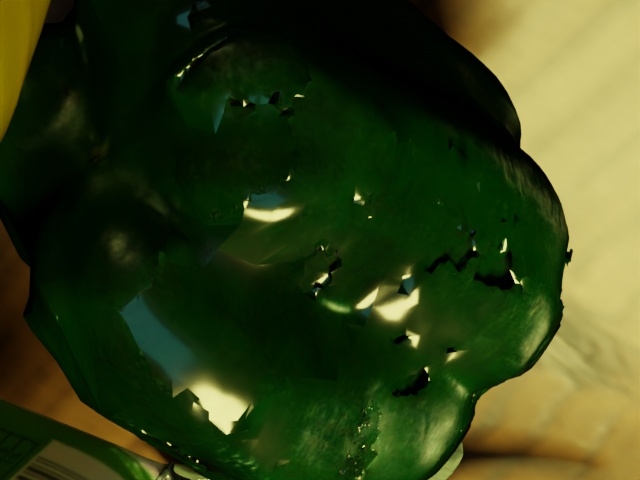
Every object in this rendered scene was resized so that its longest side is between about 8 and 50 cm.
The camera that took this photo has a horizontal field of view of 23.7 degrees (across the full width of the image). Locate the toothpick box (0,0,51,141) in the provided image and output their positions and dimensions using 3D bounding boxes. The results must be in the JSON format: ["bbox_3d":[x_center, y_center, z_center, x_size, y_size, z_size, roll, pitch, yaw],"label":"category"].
[{"bbox_3d":[-0.145,-0.112,0.401,0.175,0.271,0.175,2,126,2],"label":"toothpick box"}]

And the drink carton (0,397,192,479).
[{"bbox_3d":[-0.163,0.130,0.559,0.271,0.108,0.161,16,132,32],"label":"drink carton"}]

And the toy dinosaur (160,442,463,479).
[{"bbox_3d":[0.027,0.120,0.658,0.187,0.044,0.106,18,143,-23],"label":"toy dinosaur"}]

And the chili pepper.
[{"bbox_3d":[0.000,0.000,0.525,0.165,0.174,0.261,-52,140,7],"label":"chili pepper"}]
